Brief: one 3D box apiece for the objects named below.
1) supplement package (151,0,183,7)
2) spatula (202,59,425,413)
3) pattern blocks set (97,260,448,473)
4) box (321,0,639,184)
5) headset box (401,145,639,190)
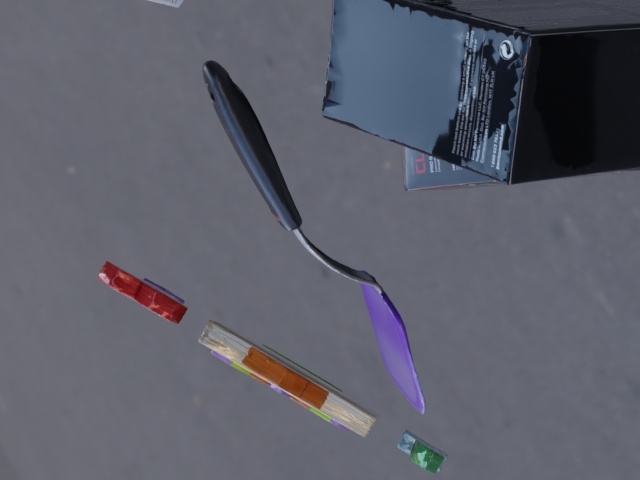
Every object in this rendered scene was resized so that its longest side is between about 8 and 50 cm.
[{"bbox_3d":[-0.159,-0.336,1.881,0.179,0.105,0.105,136,138,-56],"label":"supplement package"},{"bbox_3d":[0.000,0.000,1.173,0.296,0.030,0.084,55,179,-33],"label":"spatula"},{"bbox_3d":[-0.031,0.121,1.617,0.325,0.026,0.285,29,178,13],"label":"pattern blocks set"},{"bbox_3d":[0.160,-0.116,1.224,0.184,0.261,0.103,27,117,46],"label":"box"},{"bbox_3d":[0.190,-0.163,1.771,0.293,0.110,0.218,-3,90,47],"label":"headset box"}]
